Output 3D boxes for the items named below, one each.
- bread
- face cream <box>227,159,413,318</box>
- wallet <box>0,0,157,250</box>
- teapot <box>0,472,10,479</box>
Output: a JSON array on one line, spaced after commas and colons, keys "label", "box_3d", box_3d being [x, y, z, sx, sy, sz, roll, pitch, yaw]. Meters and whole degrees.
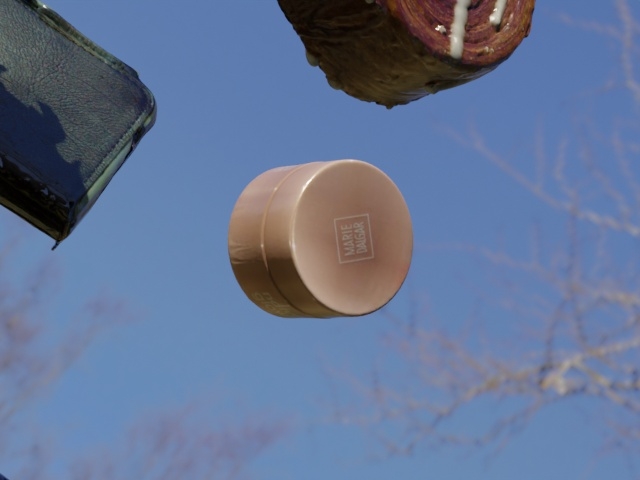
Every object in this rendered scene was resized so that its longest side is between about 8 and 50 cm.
[{"label": "bread", "box_3d": [0.044, -0.155, 1.044, 0.073, 0.160, 0.160, -20, -62, 46]}, {"label": "face cream", "box_3d": [0.000, 0.000, 1.873, 0.104, 0.149, 0.149, -4, -49, 52]}, {"label": "wallet", "box_3d": [-0.247, -0.132, 1.150, 0.318, 0.172, 0.045, 35, -54, -5]}, {"label": "teapot", "box_3d": [-0.248, 0.221, 1.308, 0.252, 0.135, 0.178, 4, -36, 29]}]
